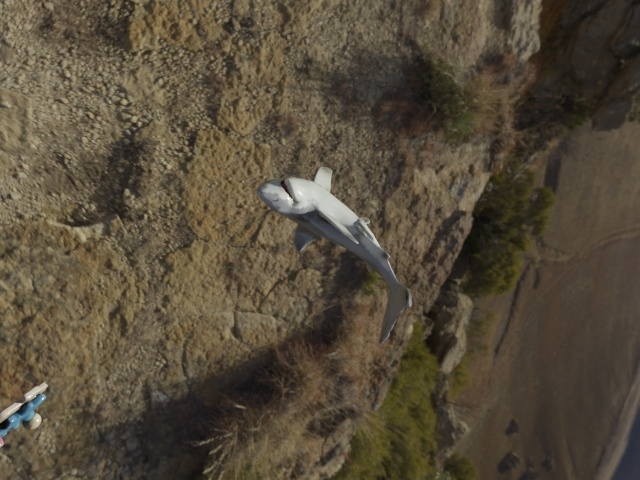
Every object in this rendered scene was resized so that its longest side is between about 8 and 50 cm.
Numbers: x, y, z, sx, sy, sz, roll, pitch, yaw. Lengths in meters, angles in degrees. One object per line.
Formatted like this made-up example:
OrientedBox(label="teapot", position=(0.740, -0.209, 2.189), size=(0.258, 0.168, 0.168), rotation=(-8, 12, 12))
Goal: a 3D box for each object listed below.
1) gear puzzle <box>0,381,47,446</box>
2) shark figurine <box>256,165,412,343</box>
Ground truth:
OrientedBox(label="gear puzzle", position=(-0.443, 0.288, 0.425), size=(0.175, 0.339, 0.044), rotation=(-39, 95, 11))
OrientedBox(label="shark figurine", position=(0.020, 0.007, 0.591), size=(0.278, 0.116, 0.166), rotation=(43, 29, -14))
